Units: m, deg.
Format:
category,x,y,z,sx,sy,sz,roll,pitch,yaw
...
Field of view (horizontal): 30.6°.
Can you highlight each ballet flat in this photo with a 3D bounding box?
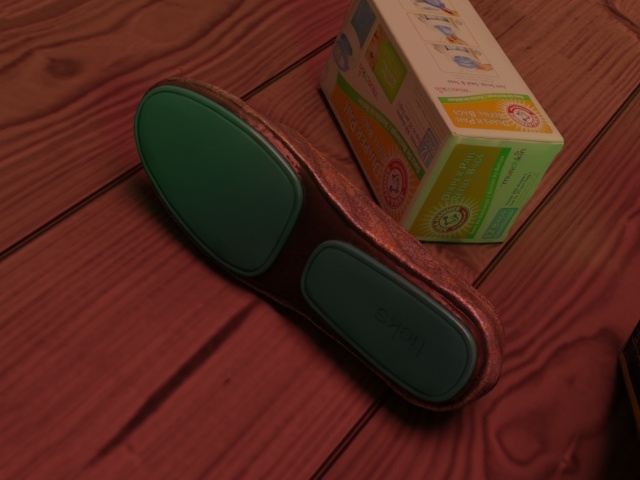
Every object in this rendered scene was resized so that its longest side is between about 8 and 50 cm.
category,x,y,z,sx,sy,sz,roll,pitch,yaw
ballet flat,0.000,0.000,0.811,0.316,0.107,0.106,43,23,16

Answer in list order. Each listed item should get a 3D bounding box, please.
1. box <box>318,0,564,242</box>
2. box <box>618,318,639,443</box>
category,x,y,z,sx,sy,sz,roll,pitch,yaw
box,0.090,-0.106,0.946,0.103,0.114,0.203,1,44,-27
box,0.314,0.131,0.700,0.257,0.079,0.322,28,9,8
